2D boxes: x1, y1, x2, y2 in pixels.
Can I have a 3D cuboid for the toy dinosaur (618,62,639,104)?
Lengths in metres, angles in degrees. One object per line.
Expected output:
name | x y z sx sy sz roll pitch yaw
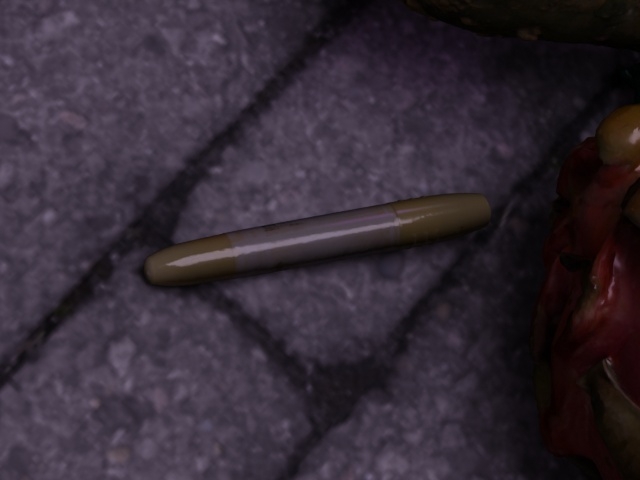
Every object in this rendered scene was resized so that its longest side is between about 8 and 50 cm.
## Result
toy dinosaur | 0.260 -0.075 1.329 0.259 0.094 0.153 -22 84 -15

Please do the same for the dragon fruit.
dragon fruit | 0.246 0.030 1.162 0.314 0.296 0.263 -38 93 -29

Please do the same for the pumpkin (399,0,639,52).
pumpkin | 0.159 -0.245 1.219 0.327 0.257 0.291 -6 32 -13

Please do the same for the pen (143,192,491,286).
pen | 0.000 0.000 1.226 0.233 0.040 0.032 -10 75 -20
